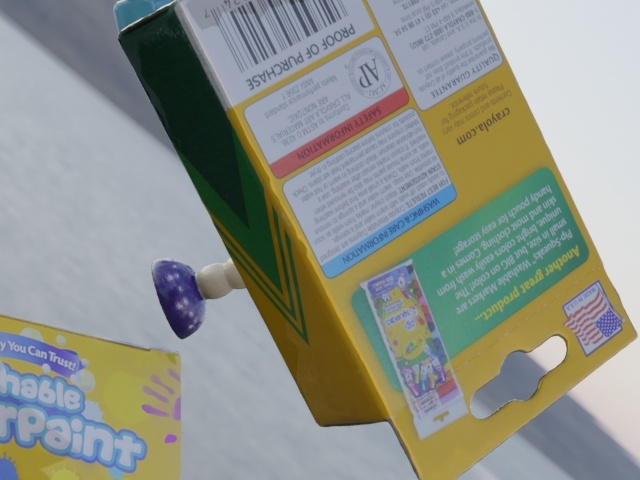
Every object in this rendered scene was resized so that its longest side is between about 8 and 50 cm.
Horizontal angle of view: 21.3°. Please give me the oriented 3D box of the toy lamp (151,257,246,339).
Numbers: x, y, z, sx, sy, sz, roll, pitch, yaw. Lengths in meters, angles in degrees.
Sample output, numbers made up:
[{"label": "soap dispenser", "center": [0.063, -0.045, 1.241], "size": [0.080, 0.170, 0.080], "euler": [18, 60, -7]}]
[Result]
[{"label": "toy lamp", "center": [0.000, 0.000, 1.387], "size": [0.080, 0.275, 0.080], "euler": [-21, 90, -85]}]

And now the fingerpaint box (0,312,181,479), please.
[{"label": "fingerpaint box", "center": [-0.387, 0.161, 1.268], "size": [0.445, 0.163, 0.371], "euler": [17, -29, -37]}]

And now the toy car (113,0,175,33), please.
[{"label": "toy car", "center": [-0.106, -0.321, 1.649], "size": [0.238, 0.210, 0.219], "euler": [2, -77, 66]}]

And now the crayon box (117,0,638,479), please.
[{"label": "crayon box", "center": [0.041, -0.030, 1.045], "size": [0.083, 0.203, 0.323], "euler": [-14, -75, 57]}]
